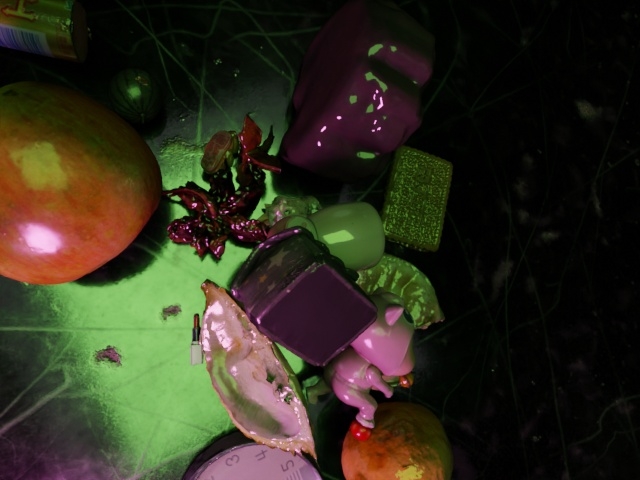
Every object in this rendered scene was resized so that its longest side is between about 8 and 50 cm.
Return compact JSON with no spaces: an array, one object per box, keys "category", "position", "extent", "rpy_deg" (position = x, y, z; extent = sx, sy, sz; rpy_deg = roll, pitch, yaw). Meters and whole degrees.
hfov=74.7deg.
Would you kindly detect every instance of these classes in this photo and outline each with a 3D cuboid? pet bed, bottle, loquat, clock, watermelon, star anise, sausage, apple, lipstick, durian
[{"category":"pet bed","position":[-0.030,0.097,0.757],"extent":[0.183,0.159,0.211],"rpy_deg":[-44,127,5]},{"category":"bottle","position":[0.000,0.000,0.865],"extent":[0.237,0.147,0.147],"rpy_deg":[-7,85,-24]},{"category":"loquat","position":[0.160,0.444,0.869],"extent":[0.239,0.238,0.193],"rpy_deg":[-10,92,-16]},{"category":"clock","position":[-0.137,0.561,0.856],"extent":[0.325,0.067,0.324],"rpy_deg":[2,83,-15]},{"category":"watermelon","position":[-0.382,-0.291,0.874],"extent":[0.105,0.105,0.133],"rpy_deg":[-15,67,-16]},{"category":"star anise","position":[-0.121,-0.197,0.935],"extent":[0.144,0.158,0.140],"rpy_deg":[-24,91,-41]},{"category":"sausage","position":[-0.632,-0.450,0.827],"extent":[0.318,0.117,0.125],"rpy_deg":[10,47,-14]},{"category":"apple","position":[-0.459,-0.099,0.721],"extent":[0.340,0.339,0.339],"rpy_deg":[2,83,-15]},{"category":"star anise","position":[-0.219,-0.053,0.868],"extent":[0.220,0.126,0.190],"rpy_deg":[-17,84,-2]},{"category":"lipstick","position":[-0.262,0.208,0.889],"extent":[0.025,0.025,0.107],"rpy_deg":[0,77,-16]},{"category":"durian","position":[-0.142,0.253,0.826],"extent":[0.163,0.198,0.394],"rpy_deg":[-26,88,-15]}]

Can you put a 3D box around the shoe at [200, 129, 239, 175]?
[{"category":"shoe","position":[-0.224,-0.192,0.930],"extent":[0.072,0.069,0.109],"rpy_deg":[6,71,10]}]

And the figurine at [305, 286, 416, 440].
[{"category":"figurine","position":[0.098,0.241,0.857],"extent":[0.186,0.176,0.287],"rpy_deg":[28,86,-21]}]

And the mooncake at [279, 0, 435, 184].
[{"category":"mooncake","position":[0.077,-0.313,0.898],"extent":[0.212,0.351,0.380],"rpy_deg":[20,88,-21]}]

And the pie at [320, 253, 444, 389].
[{"category":"pie","position":[0.117,0.174,0.971],"extent":[0.338,0.075,0.337],"rpy_deg":[2,81,-10]}]

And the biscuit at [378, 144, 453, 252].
[{"category":"biscuit","position":[0.242,-0.105,1.062],"extent":[0.172,0.029,0.254],"rpy_deg":[16,80,-13]}]

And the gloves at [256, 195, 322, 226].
[{"category":"gloves","position":[-0.063,-0.054,0.944],"extent":[0.144,0.094,0.110],"rpy_deg":[-37,105,-24]}]
